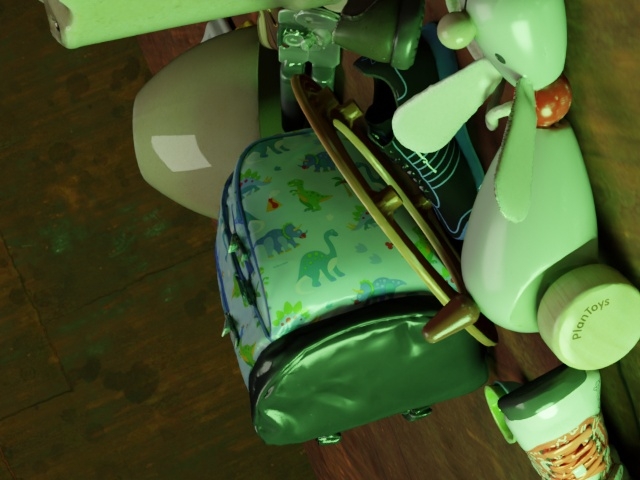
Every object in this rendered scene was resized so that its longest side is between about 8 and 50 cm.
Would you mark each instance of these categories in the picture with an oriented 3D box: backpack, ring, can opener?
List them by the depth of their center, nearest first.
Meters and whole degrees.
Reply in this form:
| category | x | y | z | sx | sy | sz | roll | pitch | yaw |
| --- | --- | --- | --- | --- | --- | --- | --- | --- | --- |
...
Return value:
| category | x | y | z | sx | sy | sz | roll | pitch | yaw |
| --- | --- | --- | --- | --- | --- | --- | --- | --- | --- |
| ring | 0.084 | -0.038 | 1.263 | 0.336 | 0.032 | 0.336 | 52 | -170 | -12 |
| backpack | 0.007 | 0.033 | 1.516 | 0.355 | 0.290 | 0.273 | -117 | 17 | -56 |
| can opener | -0.012 | -0.229 | 1.570 | 0.283 | 0.076 | 0.095 | 93 | -176 | -69 |

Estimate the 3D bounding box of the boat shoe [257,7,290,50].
| category | x | y | z | sx | sy | sz | roll | pitch | yaw |
| --- | --- | --- | --- | --- | --- | --- | --- | --- | --- |
| boat shoe | -0.049 | -0.306 | 1.575 | 0.060 | 0.064 | 0.178 | 26 | 151 | 26 |

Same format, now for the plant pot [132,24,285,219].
| category | x | y | z | sx | sy | sz | roll | pitch | yaw |
| --- | --- | --- | --- | --- | --- | --- | --- | --- | --- |
| plant pot | -0.154 | -0.152 | 1.761 | 0.284 | 0.190 | 0.284 | -4 | -90 | -83 |

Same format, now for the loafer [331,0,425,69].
| category | x | y | z | sx | sy | sz | roll | pitch | yaw |
| --- | --- | --- | --- | --- | --- | --- | --- | --- | --- |
| loafer | 0.044 | -0.235 | 1.014 | 0.080 | 0.078 | 0.220 | 101 | 173 | -51 |

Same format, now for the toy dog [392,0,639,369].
| category | x | y | z | sx | sy | sz | roll | pitch | yaw |
| --- | --- | --- | --- | --- | --- | --- | --- | --- | --- |
| toy dog | 0.128 | -0.041 | 0.970 | 0.334 | 0.161 | 0.220 | 69 | 169 | -13 |

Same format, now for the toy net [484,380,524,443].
| category | x | y | z | sx | sy | sz | roll | pitch | yaw |
| --- | --- | --- | --- | --- | --- | --- | --- | --- | --- |
| toy net | 0.246 | 0.258 | 1.353 | 0.232 | 0.045 | 0.122 | 63 | 169 | 18 |

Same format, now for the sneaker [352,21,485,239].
| category | x | y | z | sx | sy | sz | roll | pitch | yaw |
| --- | --- | --- | --- | --- | --- | --- | --- | --- | --- |
| sneaker | 0.096 | -0.092 | 1.210 | 0.081 | 0.090 | 0.232 | -132 | 22 | -60 |

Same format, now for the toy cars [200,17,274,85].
| category | x | y | z | sx | sy | sz | roll | pitch | yaw |
| --- | --- | --- | --- | --- | --- | --- | --- | --- | --- |
| toy cars | -0.147 | -0.269 | 2.037 | 0.393 | 0.087 | 0.176 | -143 | 32 | -70 |

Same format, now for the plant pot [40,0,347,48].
| category | x | y | z | sx | sy | sz | roll | pitch | yaw |
| --- | --- | --- | --- | --- | --- | --- | --- | --- | --- |
| plant pot | -0.157 | -0.345 | 1.277 | 0.334 | 0.305 | 0.334 | 158 | 90 | -77 |

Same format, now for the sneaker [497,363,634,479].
| category | x | y | z | sx | sy | sz | roll | pitch | yaw |
| --- | --- | --- | --- | --- | --- | --- | --- | --- | --- |
| sneaker | 0.226 | 0.185 | 1.099 | 0.145 | 0.090 | 0.270 | 63 | -177 | 12 |
